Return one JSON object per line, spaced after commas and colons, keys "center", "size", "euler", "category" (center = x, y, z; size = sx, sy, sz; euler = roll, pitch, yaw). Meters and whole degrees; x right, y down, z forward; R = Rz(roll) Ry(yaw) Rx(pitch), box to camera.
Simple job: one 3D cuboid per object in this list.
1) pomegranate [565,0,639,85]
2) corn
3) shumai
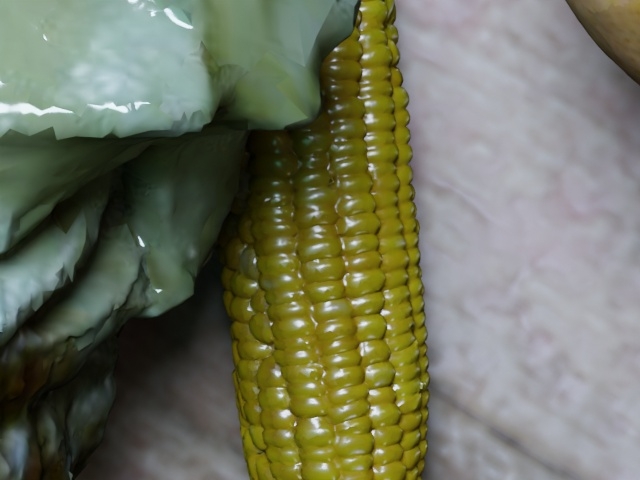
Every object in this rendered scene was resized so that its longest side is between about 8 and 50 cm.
{"center": [0.213, -0.168, 0.550], "size": [0.319, 0.319, 0.319], "euler": [1, 94, 13], "category": "pomegranate"}
{"center": [0.000, 0.000, 0.704], "size": [0.102, 0.102, 0.313], "euler": [-8, 93, 13], "category": "corn"}
{"center": [-0.157, -0.041, 0.578], "size": [0.348, 0.395, 0.395], "euler": [-35, 86, 15], "category": "shumai"}
